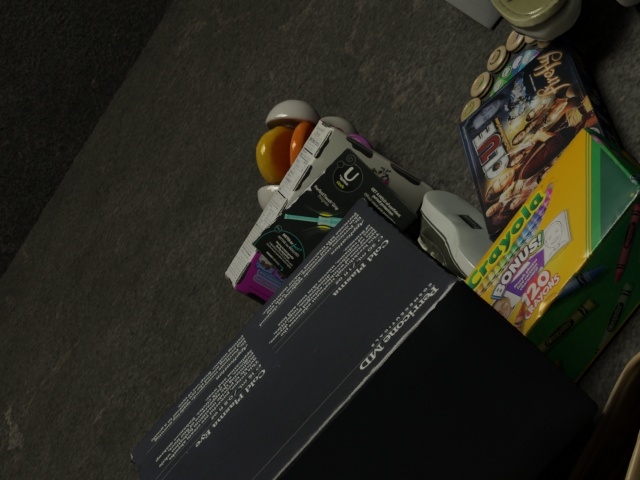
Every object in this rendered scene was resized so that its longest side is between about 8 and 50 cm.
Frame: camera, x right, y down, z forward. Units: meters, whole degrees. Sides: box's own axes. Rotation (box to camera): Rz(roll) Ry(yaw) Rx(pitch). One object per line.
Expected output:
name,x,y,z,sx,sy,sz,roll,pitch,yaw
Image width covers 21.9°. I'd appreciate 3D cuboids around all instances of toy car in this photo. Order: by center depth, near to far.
toy car,0.009,-0.099,2.163,0.136,0.182,0.159,-9,70,42

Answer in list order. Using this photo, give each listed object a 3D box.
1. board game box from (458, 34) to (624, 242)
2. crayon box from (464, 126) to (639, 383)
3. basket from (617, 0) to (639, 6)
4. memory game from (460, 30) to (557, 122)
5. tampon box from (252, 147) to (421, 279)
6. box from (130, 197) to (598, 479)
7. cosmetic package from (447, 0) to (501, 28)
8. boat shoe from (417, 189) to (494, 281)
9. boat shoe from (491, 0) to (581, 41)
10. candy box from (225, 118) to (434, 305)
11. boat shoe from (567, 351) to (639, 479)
board game box,0.239,-0.107,1.809,0.165,0.042,0.243,-42,27,21
crayon box,0.230,0.044,1.621,0.278,0.081,0.165,-54,23,15
basket,0.304,-0.499,1.810,0.266,0.328,0.331,-42,28,33
memory game,0.230,-0.189,1.997,0.186,0.012,0.186,-45,27,31
tampon box,0.024,-0.005,1.942,0.161,0.120,0.101,-44,-13,1
box,0.022,0.171,1.465,0.343,0.179,0.312,-48,18,2
cosmetic package,0.190,-0.433,2.100,0.225,0.224,0.138,-51,23,21
boat shoe,0.164,0.020,1.814,0.219,0.077,0.070,-120,40,-60
boat shoe,0.259,-0.294,1.929,0.113,0.103,0.302,-29,26,14
candy box,0.010,-0.010,2.052,0.233,0.159,0.071,-57,20,5
boat shoe,0.218,0.250,1.357,0.341,0.110,0.121,-61,22,-3
